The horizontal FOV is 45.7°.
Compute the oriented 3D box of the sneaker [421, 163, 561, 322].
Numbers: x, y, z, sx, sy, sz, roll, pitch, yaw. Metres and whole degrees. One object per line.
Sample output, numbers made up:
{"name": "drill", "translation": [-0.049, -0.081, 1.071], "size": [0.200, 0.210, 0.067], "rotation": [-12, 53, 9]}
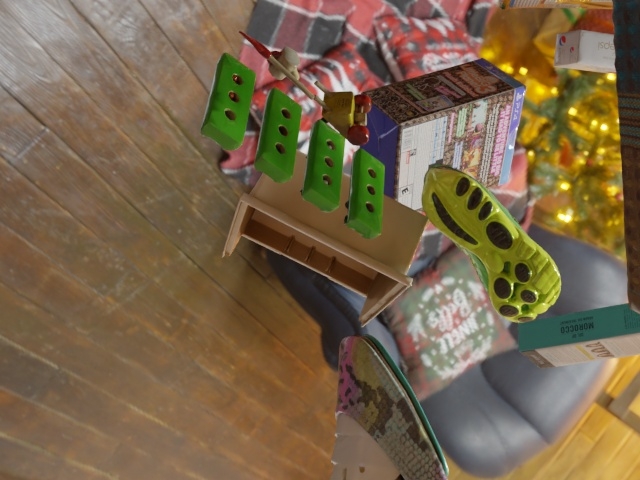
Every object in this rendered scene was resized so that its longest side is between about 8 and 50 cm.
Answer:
{"name": "sneaker", "translation": [0.248, -0.002, 1.089], "size": [0.109, 0.123, 0.295], "rotation": [-33, 115, 16]}

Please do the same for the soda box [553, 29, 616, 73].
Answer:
{"name": "soda box", "translation": [0.591, -0.384, 1.563], "size": [0.216, 0.074, 0.069], "rotation": [0, 97, -22]}

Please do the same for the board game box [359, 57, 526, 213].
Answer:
{"name": "board game box", "translation": [0.236, -0.203, 1.516], "size": [0.291, 0.141, 0.232], "rotation": [-19, 134, -21]}

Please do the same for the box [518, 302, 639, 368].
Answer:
{"name": "box", "translation": [0.487, 0.170, 1.355], "size": [0.100, 0.244, 0.060], "rotation": [36, 49, -42]}

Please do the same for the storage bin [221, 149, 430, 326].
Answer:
{"name": "storage bin", "translation": [0.000, 0.000, 1.176], "size": [0.123, 0.262, 0.260], "rotation": [-65, -177, -25]}

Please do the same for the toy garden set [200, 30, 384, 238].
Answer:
{"name": "toy garden set", "translation": [-0.027, -0.132, 0.877], "size": [0.244, 0.203, 0.049], "rotation": [32, 137, -30]}

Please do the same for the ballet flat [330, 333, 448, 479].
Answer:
{"name": "ballet flat", "translation": [0.055, 0.169, 0.485], "size": [0.079, 0.221, 0.077], "rotation": [-30, 178, -18]}

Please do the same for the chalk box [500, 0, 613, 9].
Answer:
{"name": "chalk box", "translation": [0.332, -0.459, 0.981], "size": [0.180, 0.179, 0.288], "rotation": [-31, 123, -76]}

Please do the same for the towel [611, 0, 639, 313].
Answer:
{"name": "towel", "translation": [0.272, -0.025, 0.370], "size": [0.040, 0.370, 0.271], "rotation": [-13, 108, -11]}
